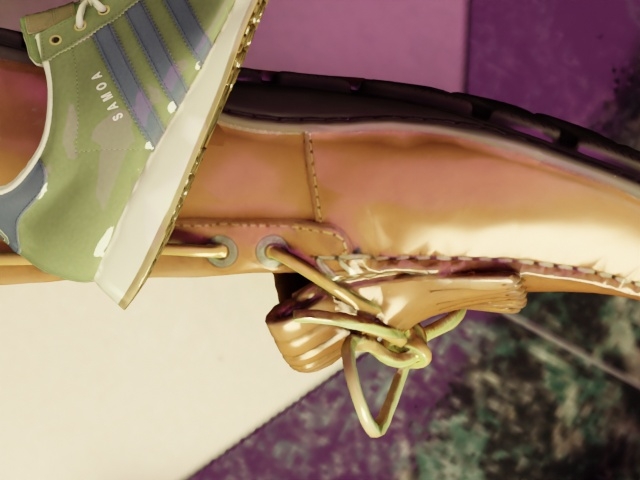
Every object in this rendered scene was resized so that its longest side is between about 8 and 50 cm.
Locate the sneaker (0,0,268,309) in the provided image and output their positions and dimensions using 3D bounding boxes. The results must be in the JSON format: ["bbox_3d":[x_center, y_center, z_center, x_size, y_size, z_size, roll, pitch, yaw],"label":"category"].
[{"bbox_3d":[-0.074,-0.076,0.649,0.086,0.064,0.192,23,91,-2],"label":"sneaker"}]

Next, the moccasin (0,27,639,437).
[{"bbox_3d":[0.000,0.000,0.735,0.380,0.139,0.147,7,96,-7],"label":"moccasin"}]
